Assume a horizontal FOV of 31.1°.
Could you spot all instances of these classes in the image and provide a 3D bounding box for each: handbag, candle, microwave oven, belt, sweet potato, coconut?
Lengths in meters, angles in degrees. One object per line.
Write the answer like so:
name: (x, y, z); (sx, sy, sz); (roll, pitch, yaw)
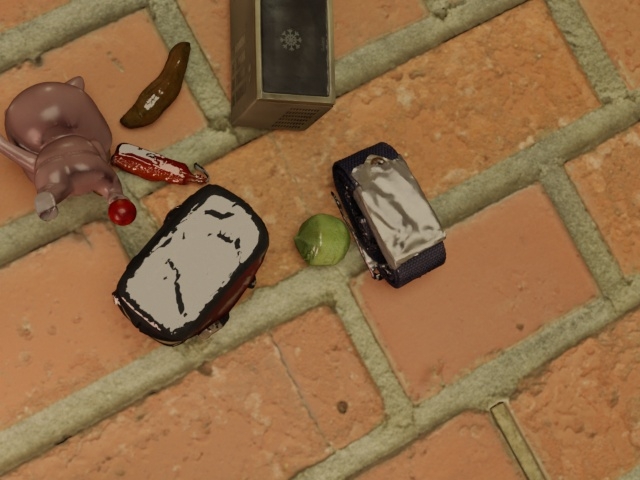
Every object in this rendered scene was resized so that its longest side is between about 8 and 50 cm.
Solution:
handbag: (-0.195, 0.046, 1.782); (0.181, 0.181, 0.254); (39, 77, -3)
candle: (-0.260, -0.119, 1.876); (0.162, 0.048, 0.053); (17, 112, -8)
microwave oven: (-0.063, -0.315, 1.872); (0.145, 0.194, 0.240); (1, 80, -16)
belt: (0.103, -0.038, 1.877); (0.126, 0.139, 0.230); (-26, 88, -15)
sweet potato: (-0.257, -0.252, 1.891); (0.053, 0.054, 0.182); (36, 73, -12)
coconut: (0.000, 0.000, 1.879); (0.096, 0.088, 0.087); (8, 78, -23)

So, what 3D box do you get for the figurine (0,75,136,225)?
figurine: (-0.395, -0.120, 1.772); (0.176, 0.186, 0.287); (-27, 51, -10)
